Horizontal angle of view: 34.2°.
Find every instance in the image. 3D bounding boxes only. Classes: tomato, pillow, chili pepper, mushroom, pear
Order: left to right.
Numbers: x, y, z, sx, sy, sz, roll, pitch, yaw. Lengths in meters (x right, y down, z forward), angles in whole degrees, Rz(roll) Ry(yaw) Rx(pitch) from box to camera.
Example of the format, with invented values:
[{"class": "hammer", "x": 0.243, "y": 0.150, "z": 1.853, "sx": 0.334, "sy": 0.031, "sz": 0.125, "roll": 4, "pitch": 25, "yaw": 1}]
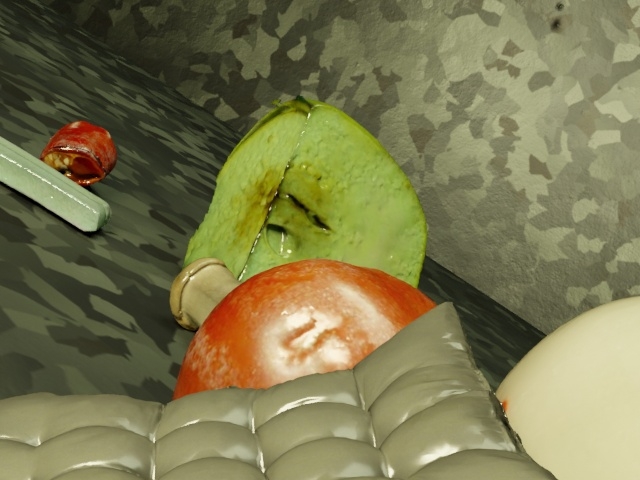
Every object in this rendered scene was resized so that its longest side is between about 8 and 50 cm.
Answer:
[{"class": "chili pepper", "x": -0.320, "y": -0.118, "z": 1.400, "sx": 0.086, "sy": 0.084, "sz": 0.192, "roll": 46, "pitch": 10, "yaw": -15}, {"class": "pillow", "x": -0.045, "y": 0.135, "z": 0.521, "sx": 0.326, "sy": 0.101, "sz": 0.228, "roll": -12, "pitch": 15, "yaw": -4}, {"class": "mushroom", "x": -0.063, "y": 0.105, "z": 1.041, "sx": 0.247, "sy": 0.108, "sz": 0.096, "roll": 45, "pitch": -24, "yaw": 47}, {"class": "pear", "x": 0.000, "y": 0.000, "z": 1.310, "sx": 0.282, "sy": 0.286, "sz": 0.176, "roll": 26, "pitch": -8, "yaw": -28}, {"class": "tomato", "x": 0.010, "y": 0.129, "z": 0.743, "sx": 0.232, "sy": 0.232, "sz": 0.188, "roll": 22, "pitch": 14, "yaw": -46}]

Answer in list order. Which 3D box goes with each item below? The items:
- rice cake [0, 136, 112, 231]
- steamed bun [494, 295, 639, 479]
[{"class": "rice cake", "x": -0.350, "y": -0.080, "z": 1.230, "sx": 0.222, "sy": 0.042, "sz": 0.080, "roll": 30, "pitch": 11, "yaw": -4}, {"class": "steamed bun", "x": 0.209, "y": 0.228, "z": 0.657, "sx": 0.374, "sy": 0.241, "sz": 0.374, "roll": -18, "pitch": 90, "yaw": -89}]
